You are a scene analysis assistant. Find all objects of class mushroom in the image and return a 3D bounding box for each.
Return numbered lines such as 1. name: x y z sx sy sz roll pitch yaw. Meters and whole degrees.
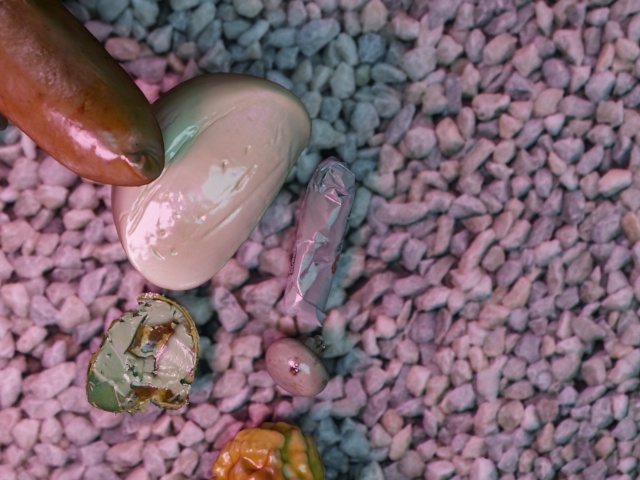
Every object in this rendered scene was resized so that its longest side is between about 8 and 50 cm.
1. mushroom: -0.021 0.145 1.371 0.085 0.085 0.079 48 62 -18

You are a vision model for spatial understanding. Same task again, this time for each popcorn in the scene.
1. popcorn: -0.065 0.321 1.371 0.140 0.163 0.194 9 70 -32

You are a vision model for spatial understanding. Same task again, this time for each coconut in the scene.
1. coconut: -0.205 0.141 1.334 0.158 0.055 0.133 -43 110 3

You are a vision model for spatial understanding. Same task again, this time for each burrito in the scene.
1. burrito: -0.001 0.000 1.340 0.064 0.064 0.203 9 104 -14

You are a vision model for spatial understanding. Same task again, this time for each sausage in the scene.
1. sausage: -0.340 -0.228 1.120 0.501 0.136 0.123 42 91 2

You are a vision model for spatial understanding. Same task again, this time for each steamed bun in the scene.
1. steamed bun: -0.134 -0.076 1.217 0.155 0.200 0.250 32 93 -17

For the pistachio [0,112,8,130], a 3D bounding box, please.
1. pistachio: -0.439 -0.153 1.170 0.238 0.153 0.137 22 110 -43
